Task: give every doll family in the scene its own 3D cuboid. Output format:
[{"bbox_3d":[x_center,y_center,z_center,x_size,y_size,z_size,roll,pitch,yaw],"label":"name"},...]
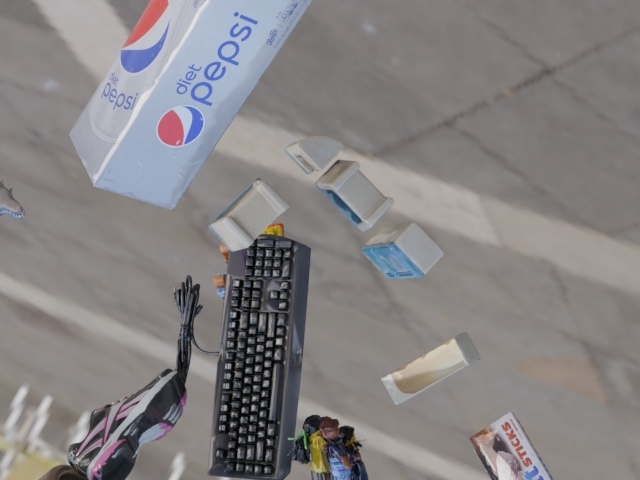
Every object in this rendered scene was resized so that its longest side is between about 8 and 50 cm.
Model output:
[{"bbox_3d":[0.015,0.258,1.986,0.076,0.111,0.193,-12,-175,-26],"label":"doll family"}]

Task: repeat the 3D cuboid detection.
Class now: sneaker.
[{"bbox_3d":[-0.235,0.212,1.967,0.077,0.178,0.072,21,139,30],"label":"sneaker"}]

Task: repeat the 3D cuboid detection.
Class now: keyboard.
[{"bbox_3d":[-0.116,0.148,2.147,0.201,0.317,0.033,0,169,26],"label":"keyboard"}]

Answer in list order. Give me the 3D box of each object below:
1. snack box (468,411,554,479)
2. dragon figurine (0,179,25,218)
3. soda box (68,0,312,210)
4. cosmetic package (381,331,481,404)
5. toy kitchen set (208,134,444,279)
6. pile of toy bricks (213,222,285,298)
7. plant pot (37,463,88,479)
[{"bbox_3d":[0.249,0.298,1.986,0.178,0.064,0.022,60,-167,21],"label":"snack box"},{"bbox_3d":[-0.414,-0.103,1.620,0.289,0.085,0.144,40,161,-8],"label":"dragon figurine"},{"bbox_3d":[-0.118,-0.172,1.543,0.098,0.286,0.091,17,-152,-37],"label":"soda box"},{"bbox_3d":[0.141,0.162,2.100,0.041,0.115,0.060,61,-160,7],"label":"cosmetic package"},{"bbox_3d":[0.000,0.000,1.886,0.207,0.166,0.122,46,169,-8],"label":"toy kitchen set"},{"bbox_3d":[-0.096,0.068,2.298,0.118,0.212,0.105,-11,155,14],"label":"pile of toy bricks"},{"bbox_3d":[-0.321,0.428,1.929,0.263,0.229,0.263,54,-172,-11],"label":"plant pot"}]
